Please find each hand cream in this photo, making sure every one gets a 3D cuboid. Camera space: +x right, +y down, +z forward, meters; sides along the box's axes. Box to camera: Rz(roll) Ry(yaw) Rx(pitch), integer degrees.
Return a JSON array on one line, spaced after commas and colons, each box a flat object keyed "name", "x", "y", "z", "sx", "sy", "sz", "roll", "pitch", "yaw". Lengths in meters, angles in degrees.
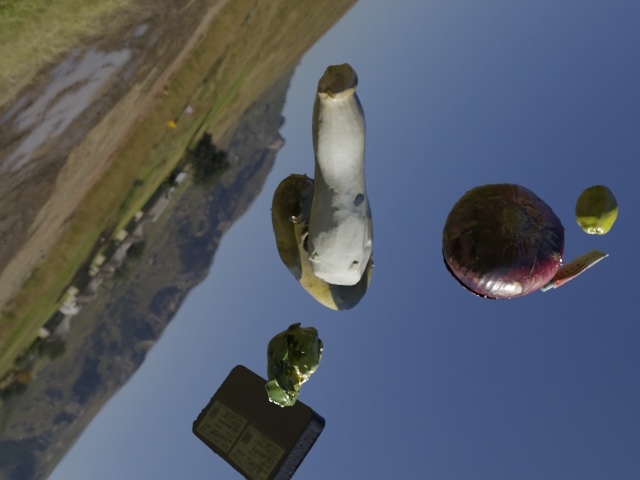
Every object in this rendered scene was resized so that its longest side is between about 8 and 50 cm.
[{"name": "hand cream", "x": 0.717, "y": 0.084, "z": 2.056, "sx": 0.216, "sy": 0.038, "sz": 0.052, "roll": -31, "pitch": -127, "yaw": -11}]

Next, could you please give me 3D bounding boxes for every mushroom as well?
[{"name": "mushroom", "x": 0.028, "y": -0.083, "z": 1.067, "sx": 0.109, "sy": 0.097, "sz": 0.352, "roll": -57, "pitch": 148, "yaw": -63}]

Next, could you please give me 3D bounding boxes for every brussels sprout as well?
[{"name": "brussels sprout", "x": -0.052, "y": 0.221, "z": 1.307, "sx": 0.181, "sy": 0.100, "sz": 0.139, "roll": -98, "pitch": -160, "yaw": -68}]

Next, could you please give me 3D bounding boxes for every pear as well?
[{"name": "pear", "x": 0.723, "y": -0.081, "z": 1.896, "sx": 0.107, "sy": 0.107, "sz": 0.131, "roll": 152, "pitch": -56, "yaw": -61}]

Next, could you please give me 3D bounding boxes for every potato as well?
[{"name": "potato", "x": 0.000, "y": 0.000, "z": 1.391, "sx": 0.141, "sy": 0.296, "sz": 0.192, "roll": -7, "pitch": -144, "yaw": 35}]

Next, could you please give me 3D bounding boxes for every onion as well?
[{"name": "onion", "x": 0.362, "y": 0.006, "z": 1.451, "sx": 0.190, "sy": 0.246, "sz": 0.246, "roll": 92, "pitch": 24, "yaw": -55}]

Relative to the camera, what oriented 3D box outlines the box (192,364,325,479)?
[{"name": "box", "x": -0.155, "y": 0.437, "z": 1.700, "sx": 0.350, "sy": 0.058, "sz": 0.211, "roll": 19, "pitch": -111, "yaw": 51}]
